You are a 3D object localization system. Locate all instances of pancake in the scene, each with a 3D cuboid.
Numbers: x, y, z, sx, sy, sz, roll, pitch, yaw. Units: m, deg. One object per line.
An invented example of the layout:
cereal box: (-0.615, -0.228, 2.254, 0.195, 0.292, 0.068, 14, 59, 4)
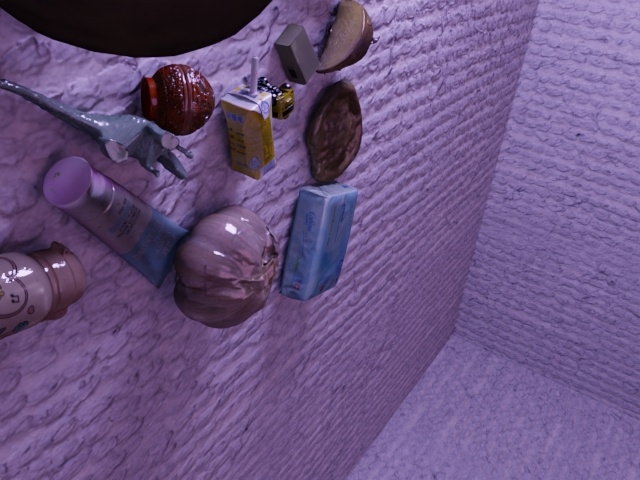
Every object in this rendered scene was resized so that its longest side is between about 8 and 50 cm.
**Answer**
pancake: (0.038, -0.239, 1.287, 0.222, 0.042, 0.236, -35, 139, -44)

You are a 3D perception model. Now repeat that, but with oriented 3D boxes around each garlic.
garlic: (-0.155, 0.047, 1.016, 0.228, 0.152, 0.228, -56, 160, -34)

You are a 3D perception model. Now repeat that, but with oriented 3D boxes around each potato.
potato: (0.063, -0.382, 1.139, 0.101, 0.089, 0.172, 57, 48, -67)

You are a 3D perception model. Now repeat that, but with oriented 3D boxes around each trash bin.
trash bin: (-0.043, -0.341, 1.053, 0.061, 0.042, 0.092, -58, 149, -18)

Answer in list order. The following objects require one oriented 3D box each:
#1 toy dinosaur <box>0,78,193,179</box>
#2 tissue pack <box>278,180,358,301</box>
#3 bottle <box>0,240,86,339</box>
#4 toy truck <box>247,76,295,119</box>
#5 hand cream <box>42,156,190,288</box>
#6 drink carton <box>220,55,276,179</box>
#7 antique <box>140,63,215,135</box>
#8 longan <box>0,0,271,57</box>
toy dinosaur: (-0.258, -0.135, 0.708, 0.383, 0.129, 0.076, 29, 78, -63)
tissue pack: (0.000, 0.000, 1.354, 0.177, 0.089, 0.264, -20, 129, -59)
bottle: (-0.379, 0.073, 0.678, 0.209, 0.097, 0.110, -22, 130, -55)
toy truck: (-0.085, -0.244, 0.999, 0.049, 0.083, 0.054, -46, 147, -36)
hand cream: (-0.277, -0.015, 0.843, 0.111, 0.070, 0.312, -65, 159, -13)
drink carton: (-0.119, -0.203, 0.968, 0.074, 0.084, 0.200, -46, 150, -35)
antique: (-0.197, -0.196, 0.808, 0.104, 0.104, 0.104, -43, 145, -40)
longan: (-0.169, -0.357, 0.480, 0.404, 0.336, 0.405, -13, 133, -14)
